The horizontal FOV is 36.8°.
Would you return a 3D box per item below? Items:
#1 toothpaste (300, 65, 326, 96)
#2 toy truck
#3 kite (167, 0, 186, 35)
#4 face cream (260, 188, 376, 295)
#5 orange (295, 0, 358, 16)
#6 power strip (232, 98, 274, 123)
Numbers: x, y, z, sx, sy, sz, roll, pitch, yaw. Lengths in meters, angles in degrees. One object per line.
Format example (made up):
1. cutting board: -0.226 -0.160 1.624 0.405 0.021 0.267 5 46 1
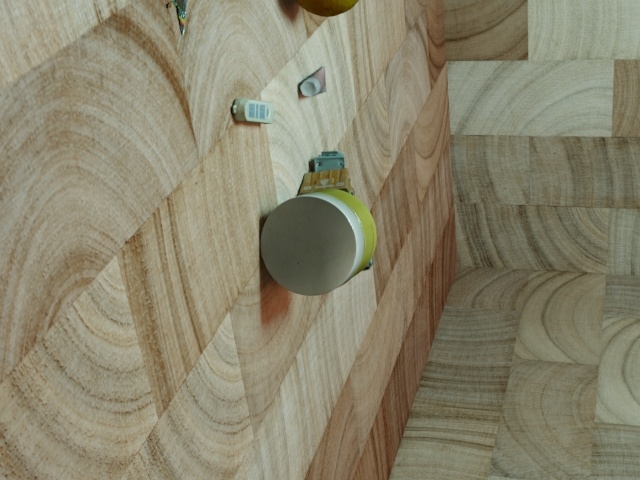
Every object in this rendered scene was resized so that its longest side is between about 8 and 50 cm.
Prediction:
1. toothpaste: -0.008 -0.382 2.334 0.194 0.043 0.067 -52 139 -70
2. toy truck: 0.051 -0.056 2.420 0.338 0.133 0.184 70 19 -46
3. kite: -0.243 -0.413 1.647 0.090 0.004 0.122 -65 152 -51
4. face cream: 0.000 0.000 2.116 0.179 0.218 0.218 -25 116 -71
5. orange: 0.012 -0.600 2.120 0.206 0.206 0.206 3 90 -72
6. power strip: -0.133 -0.264 1.970 0.191 0.030 0.047 -15 107 -71
